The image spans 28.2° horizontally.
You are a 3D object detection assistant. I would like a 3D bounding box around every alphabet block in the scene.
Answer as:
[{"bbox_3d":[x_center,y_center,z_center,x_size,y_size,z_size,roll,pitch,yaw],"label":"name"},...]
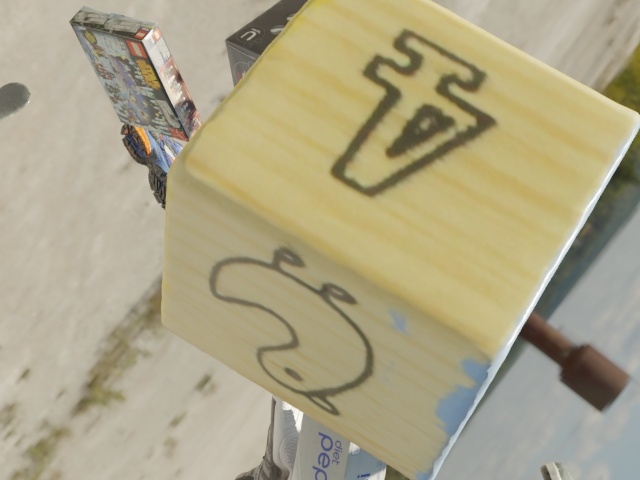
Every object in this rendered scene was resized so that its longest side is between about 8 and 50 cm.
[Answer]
[{"bbox_3d":[0.040,-0.009,0.748,0.193,0.197,0.192,-54,168,-31],"label":"alphabet block"}]

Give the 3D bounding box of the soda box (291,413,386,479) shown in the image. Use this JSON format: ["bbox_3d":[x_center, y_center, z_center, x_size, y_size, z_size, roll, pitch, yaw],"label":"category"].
[{"bbox_3d":[0.015,0.378,1.758,0.091,0.098,0.286,2,101,-48],"label":"soda box"}]

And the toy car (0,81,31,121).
[{"bbox_3d":[-0.309,-0.055,0.985,0.188,0.155,0.149,-61,153,-22],"label":"toy car"}]

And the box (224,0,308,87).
[{"bbox_3d":[-0.004,-0.303,2.054,0.270,0.143,0.165,-41,142,-29],"label":"box"}]

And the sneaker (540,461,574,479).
[{"bbox_3d":[0.503,0.463,2.111,0.178,0.295,0.124,-31,-169,6],"label":"sneaker"}]

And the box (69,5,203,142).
[{"bbox_3d":[-0.175,-0.158,1.221,0.027,0.094,0.137,-56,146,-27],"label":"box"}]

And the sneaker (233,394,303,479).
[{"bbox_3d":[-0.069,0.325,1.876,0.153,0.269,0.101,-6,-179,41],"label":"sneaker"}]

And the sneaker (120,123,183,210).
[{"bbox_3d":[-0.281,-0.141,2.377,0.087,0.221,0.083,-28,177,-35],"label":"sneaker"}]
